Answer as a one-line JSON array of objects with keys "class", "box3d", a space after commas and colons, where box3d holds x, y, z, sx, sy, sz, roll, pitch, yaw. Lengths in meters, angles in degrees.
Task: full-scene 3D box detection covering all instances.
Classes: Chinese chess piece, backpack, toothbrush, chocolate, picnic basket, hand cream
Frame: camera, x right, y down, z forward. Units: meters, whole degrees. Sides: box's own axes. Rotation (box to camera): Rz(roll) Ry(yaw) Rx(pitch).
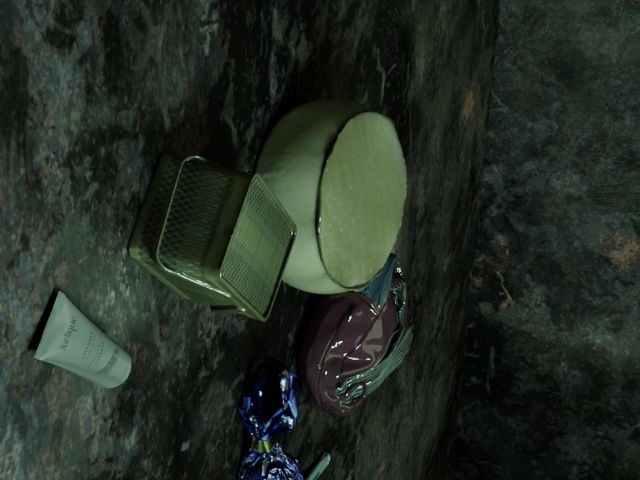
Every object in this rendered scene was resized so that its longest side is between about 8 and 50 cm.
[{"class": "Chinese chess piece", "box3d": [0.021, -0.074, 1.968, 0.338, 0.140, 0.338, -24, 119, -56]}, {"class": "backpack", "box3d": [0.070, 0.200, 2.310, 0.283, 0.197, 0.317, 77, 33, -57]}, {"class": "toothbrush", "box3d": [-0.051, 0.533, 2.466, 0.418, 0.040, 0.042, -30, 130, -71]}, {"class": "chocolate", "box3d": [-0.096, 0.345, 2.080, 0.148, 0.126, 0.343, -119, -157, -55]}, {"class": "picnic basket", "box3d": [-0.145, 0.001, 1.625, 0.267, 0.139, 0.165, 55, 51, -67]}, {"class": "hand cream", "box3d": [-0.294, 0.137, 1.436, 0.186, 0.054, 0.087, 52, 50, -59]}]
